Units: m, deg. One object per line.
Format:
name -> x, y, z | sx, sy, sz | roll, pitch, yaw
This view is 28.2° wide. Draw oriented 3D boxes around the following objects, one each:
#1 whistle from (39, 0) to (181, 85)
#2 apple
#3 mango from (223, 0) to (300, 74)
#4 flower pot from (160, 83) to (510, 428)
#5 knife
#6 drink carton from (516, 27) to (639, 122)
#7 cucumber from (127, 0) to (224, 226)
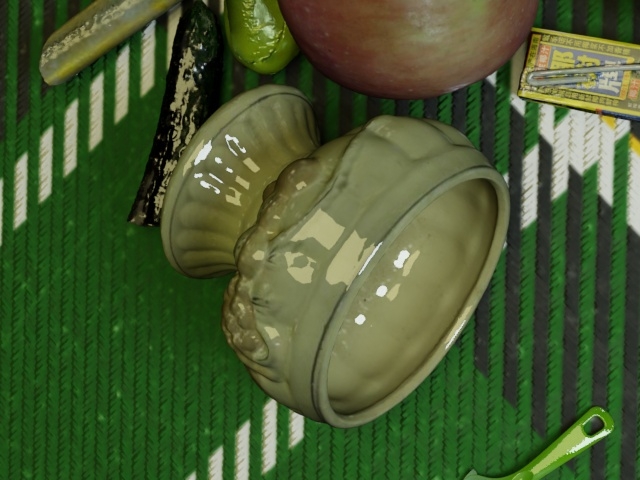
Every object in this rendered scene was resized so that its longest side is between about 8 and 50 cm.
whistle -> -0.166, -0.272, 1.339 | 0.326, 0.057, 0.068 | -33, 38, 12
apple -> 0.074, -0.282, 1.163 | 0.234, 0.305, 0.306 | -6, 89, 10
mango -> -0.055, -0.252, 1.292 | 0.091, 0.074, 0.165 | 5, 106, 3
flower pot -> 0.000, 0.000, 1.187 | 0.244, 0.307, 0.308 | 33, 98, 28
knife -> 0.222, 0.225, 1.261 | 0.166, 0.022, 0.078 | -39, 86, 12
drink carton -> 0.278, -0.156, 1.227 | 0.165, 0.056, 0.071 | 12, 90, 14
cucumber -> -0.141, -0.130, 1.330 | 0.067, 0.067, 0.245 | 16, 92, 14
